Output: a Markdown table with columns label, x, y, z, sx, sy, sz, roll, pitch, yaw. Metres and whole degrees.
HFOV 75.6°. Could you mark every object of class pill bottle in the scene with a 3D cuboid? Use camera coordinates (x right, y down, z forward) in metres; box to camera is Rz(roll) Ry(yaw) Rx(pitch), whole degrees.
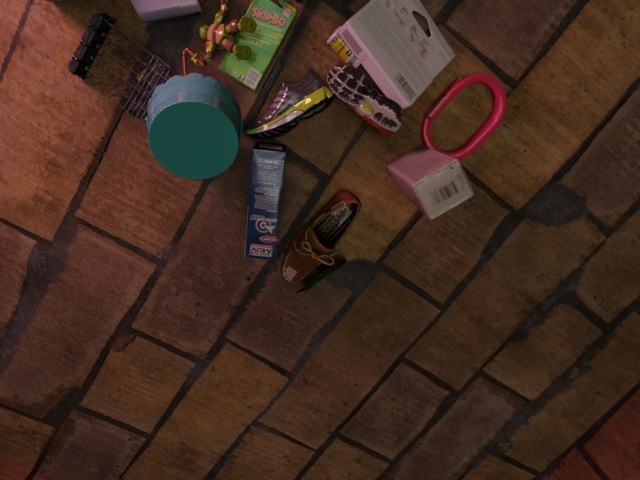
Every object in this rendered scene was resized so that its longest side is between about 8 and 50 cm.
| label | x | y | z | sx | sy | sz | roll | pitch | yaw |
| --- | --- | --- | --- | --- | --- | --- | --- | --- | --- |
| pill bottle | 0.080 | -0.575 | 1.235 | 0.116 | 0.065 | 0.065 | 39 | 103 | -17 |

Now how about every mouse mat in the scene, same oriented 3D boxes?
| label | x | y | z | sx | sy | sz | roll | pitch | yaw |
| --- | --- | --- | --- | --- | --- | --- | --- | --- | --- |
| mouse mat | 0.008 | 0.126 | 1.457 | 0.190 | 0.153 | 0.007 | -36 | 80 | 10 |

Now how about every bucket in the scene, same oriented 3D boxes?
| label | x | y | z | sx | sy | sz | roll | pitch | yaw |
| --- | --- | --- | --- | --- | --- | --- | --- | --- | --- |
| bucket | -0.363 | -0.321 | 1.194 | 0.282 | 0.183 | 0.281 | -7 | 132 | -8 |

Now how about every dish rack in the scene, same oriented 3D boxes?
| label | x | y | z | sx | sy | sz | roll | pitch | yaw |
| --- | --- | --- | --- | --- | --- | --- | --- | --- | --- |
| dish rack | -0.578 | -0.500 | 1.208 | 0.272 | 0.074 | 0.208 | 35 | 106 | -12 |

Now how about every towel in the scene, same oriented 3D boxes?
| label | x | y | z | sx | sy | sz | roll | pitch | yaw |
| --- | --- | --- | --- | --- | --- | --- | --- | --- | --- |
| towel | -0.515 | -0.480 | 1.259 | 0.060 | 0.009 | 0.083 | -30 | 110 | 6 |

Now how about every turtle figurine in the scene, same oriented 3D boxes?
| label | x | y | z | sx | sy | sz | roll | pitch | yaw |
| --- | --- | --- | --- | --- | --- | --- | --- | --- | --- |
| turtle figurine | -0.283 | -0.569 | 1.171 | 0.217 | 0.087 | 0.269 | 28 | 96 | 32 |

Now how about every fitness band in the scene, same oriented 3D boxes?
| label | x | y | z | sx | sy | sz | roll | pitch | yaw |
| --- | --- | --- | --- | --- | --- | --- | --- | --- | --- |
| fitness band | 0.462 | -0.397 | 1.340 | 0.209 | 0.054 | 0.291 | 39 | 104 | -19 |

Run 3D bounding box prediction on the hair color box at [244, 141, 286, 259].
| label | x | y | z | sx | sy | sz | roll | pitch | yaw |
| --- | --- | --- | --- | --- | --- | --- | --- | --- | --- |
| hair color box | -0.176 | -0.129 | 1.327 | 0.105 | 0.174 | 0.346 | 5 | 110 | -5 |

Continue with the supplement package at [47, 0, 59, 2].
| label | x | y | z | sx | sy | sz | roll | pitch | yaw |
| --- | --- | --- | --- | --- | --- | --- | --- | --- | --- |
| supplement package | -0.676 | -0.752 | 1.070 | 0.194 | 0.149 | 0.203 | -6 | 111 | -2 |

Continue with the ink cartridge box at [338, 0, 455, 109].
| label | x | y | z | sx | sy | sz | roll | pitch | yaw |
| --- | --- | --- | --- | --- | --- | --- | --- | --- | --- |
| ink cartridge box | 0.236 | -0.586 | 1.235 | 0.296 | 0.066 | 0.261 | 47 | 72 | -18 |

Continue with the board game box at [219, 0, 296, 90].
| label | x | y | z | sx | sy | sz | roll | pitch | yaw |
| --- | --- | --- | --- | --- | --- | --- | --- | --- | --- |
| board game box | -0.186 | -0.595 | 1.225 | 0.124 | 0.039 | 0.259 | 29 | 109 | -13 |

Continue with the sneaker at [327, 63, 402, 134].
| label | x | y | z | sx | sy | sz | roll | pitch | yaw |
| --- | --- | --- | --- | --- | --- | --- | --- | --- | --- |
| sneaker | 0.127 | -0.423 | 1.277 | 0.279 | 0.118 | 0.107 | 43 | 83 | 4 |

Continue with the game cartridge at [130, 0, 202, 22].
| label | x | y | z | sx | sy | sz | roll | pitch | yaw |
| --- | --- | --- | --- | --- | --- | --- | --- | --- | --- |
| game cartridge | -0.453 | -0.763 | 1.118 | 0.196 | 0.060 | 0.294 | -10 | 104 | 4 |

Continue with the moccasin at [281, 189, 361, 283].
| label | x | y | z | sx | sy | sz | roll | pitch | yaw |
| --- | --- | --- | --- | --- | --- | --- | --- | --- | --- |
| moccasin | 0.002 | 0.002 | 1.403 | 0.380 | 0.147 | 0.139 | -44 | 107 | 12 |

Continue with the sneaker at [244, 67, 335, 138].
| label | x | y | z | sx | sy | sz | roll | pitch | yaw |
| --- | --- | --- | --- | --- | --- | --- | --- | --- | --- |
| sneaker | -0.109 | -0.413 | 1.275 | 0.300 | 0.111 | 0.121 | -26 | 87 | 9 |

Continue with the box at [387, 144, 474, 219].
| label | x | y | z | sx | sy | sz | roll | pitch | yaw |
| --- | --- | --- | --- | --- | --- | --- | --- | --- | --- |
| box | 0.324 | -0.190 | 1.266 | 0.148 | 0.311 | 0.121 | -31 | 109 | 8 |

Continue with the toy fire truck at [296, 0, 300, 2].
| label | x | y | z | sx | sy | sz | roll | pitch | yaw |
| --- | --- | --- | --- | --- | --- | --- | --- | --- | --- |
| toy fire truck | -0.074 | -0.748 | 1.062 | 0.159 | 0.246 | 0.217 | -28 | 110 | 6 |
